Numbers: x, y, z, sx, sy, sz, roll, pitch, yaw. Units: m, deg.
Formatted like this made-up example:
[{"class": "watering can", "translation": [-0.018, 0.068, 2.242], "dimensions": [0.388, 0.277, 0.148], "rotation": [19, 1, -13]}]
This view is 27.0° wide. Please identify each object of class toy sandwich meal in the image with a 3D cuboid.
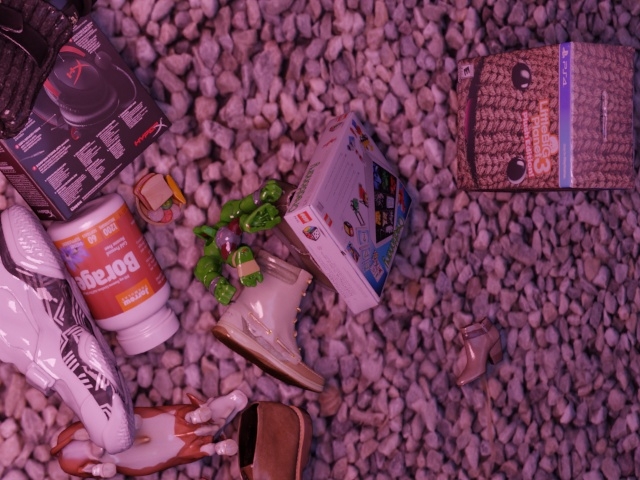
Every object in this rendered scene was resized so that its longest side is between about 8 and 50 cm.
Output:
[{"class": "toy sandwich meal", "translation": [-0.239, -0.063, 1.993], "dimensions": [0.085, 0.029, 0.086], "rotation": [0, 91, -32]}]

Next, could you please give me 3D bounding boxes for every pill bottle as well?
[{"class": "pill bottle", "translation": [-0.290, 0.050, 1.908], "dimensions": [0.121, 0.121, 0.216], "rotation": [-35, 108, -27]}]

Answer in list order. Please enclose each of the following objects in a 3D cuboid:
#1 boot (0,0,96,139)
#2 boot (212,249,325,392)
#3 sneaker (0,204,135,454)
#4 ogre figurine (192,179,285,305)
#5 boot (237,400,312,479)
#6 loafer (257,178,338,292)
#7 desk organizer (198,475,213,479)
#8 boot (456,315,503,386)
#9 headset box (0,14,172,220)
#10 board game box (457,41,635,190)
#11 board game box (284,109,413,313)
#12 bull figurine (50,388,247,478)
[{"class": "boot", "translation": [-0.478, -0.300, 1.692], "dimensions": [0.348, 0.131, 0.260], "rotation": [25, 66, 7]}, {"class": "boot", "translation": [-0.049, 0.130, 2.090], "dimensions": [0.213, 0.077, 0.165], "rotation": [36, 70, -24]}, {"class": "sneaker", "translation": [-0.402, 0.151, 1.780], "dimensions": [0.210, 0.137, 0.366], "rotation": [-28, 81, -4]}, {"class": "ogre figurine", "translation": [-0.130, 0.000, 2.012], "dimensions": [0.097, 0.118, 0.197], "rotation": [10, 87, -36]}, {"class": "boot", "translation": [-0.084, 0.392, 2.018], "dimensions": [0.115, 0.112, 0.305], "rotation": [24, 58, -45]}, {"class": "loafer", "translation": [0.000, 0.000, 2.111], "dimensions": [0.251, 0.087, 0.094], "rotation": [41, 70, -26]}, {"class": "desk organizer", "translation": [-0.160, 0.431, 2.041], "dimensions": [0.050, 0.047, 0.130], "rotation": [-35, 108, -24]}, {"class": "boot", "translation": [0.266, 0.189, 2.314], "dimensions": [0.118, 0.042, 0.087], "rotation": [-31, 100, -29]}, {"class": "headset box", "translation": [-0.385, -0.206, 1.852], "dimensions": [0.218, 0.110, 0.293], "rotation": [-46, 113, -23]}, {"class": "board game box", "translation": [0.371, -0.198, 2.223], "dimensions": [0.141, 0.291, 0.232], "rotation": [-1, 90, -32]}, {"class": "board game box", "translation": [0.051, -0.050, 2.069], "dimensions": [0.193, 0.053, 0.305], "rotation": [55, 29, -20]}, {"class": "bull figurine", "translation": [-0.228, 0.282, 1.923], "dimensions": [0.310, 0.188, 0.101], "rotation": [-11, 86, -26]}]
